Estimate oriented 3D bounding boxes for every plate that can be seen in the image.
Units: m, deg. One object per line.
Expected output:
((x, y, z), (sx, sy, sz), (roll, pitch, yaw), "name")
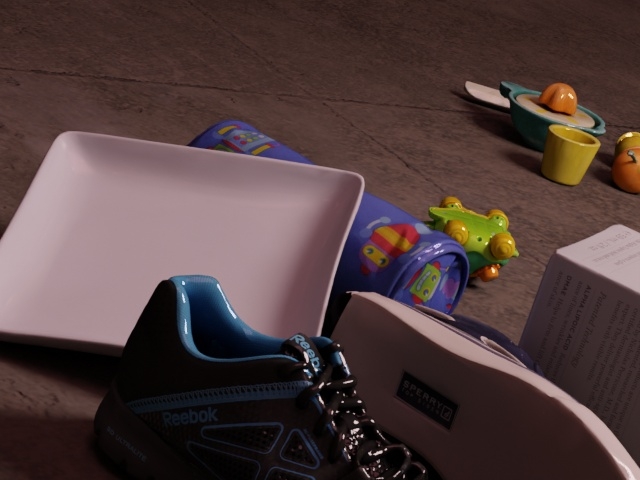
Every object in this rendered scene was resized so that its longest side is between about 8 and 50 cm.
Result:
((-0.121, 0.017, 1.411), (0.278, 0.045, 0.277), (9, 38, 6), "plate")

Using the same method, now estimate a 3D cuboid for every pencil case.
((0.000, 0.000, 1.564), (0.306, 0.119, 0.133), (32, -18, 36), "pencil case")

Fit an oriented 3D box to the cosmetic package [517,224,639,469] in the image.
((0.282, 0.099, 1.483), (0.184, 0.151, 0.151), (27, 23, 24), "cosmetic package")

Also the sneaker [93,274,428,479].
((-0.007, 0.145, 1.149), (0.341, 0.139, 0.125), (28, 21, 24), "sneaker")

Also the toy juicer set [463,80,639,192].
((0.345, -0.161, 2.311), (0.209, 0.089, 0.329), (9, 21, -21), "toy juicer set")

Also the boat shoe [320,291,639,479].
((0.154, 0.142, 1.311), (0.158, 0.127, 0.340), (8, 23, -47), "boat shoe")

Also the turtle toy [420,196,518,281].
((0.137, 0.002, 1.747), (0.130, 0.066, 0.095), (15, 20, -5), "turtle toy")
